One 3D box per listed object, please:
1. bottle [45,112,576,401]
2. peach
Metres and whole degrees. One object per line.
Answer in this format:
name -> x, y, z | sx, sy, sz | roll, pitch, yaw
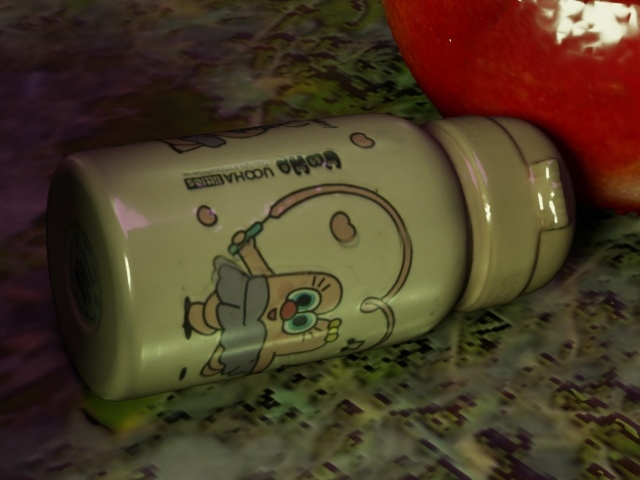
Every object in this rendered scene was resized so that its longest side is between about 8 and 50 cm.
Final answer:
bottle -> 0.000, 0.000, 0.719 | 0.209, 0.097, 0.110 | -9, -1, -25
peach -> 0.121, -0.099, 0.809 | 0.267, 0.158, 0.154 | 22, 29, 1
